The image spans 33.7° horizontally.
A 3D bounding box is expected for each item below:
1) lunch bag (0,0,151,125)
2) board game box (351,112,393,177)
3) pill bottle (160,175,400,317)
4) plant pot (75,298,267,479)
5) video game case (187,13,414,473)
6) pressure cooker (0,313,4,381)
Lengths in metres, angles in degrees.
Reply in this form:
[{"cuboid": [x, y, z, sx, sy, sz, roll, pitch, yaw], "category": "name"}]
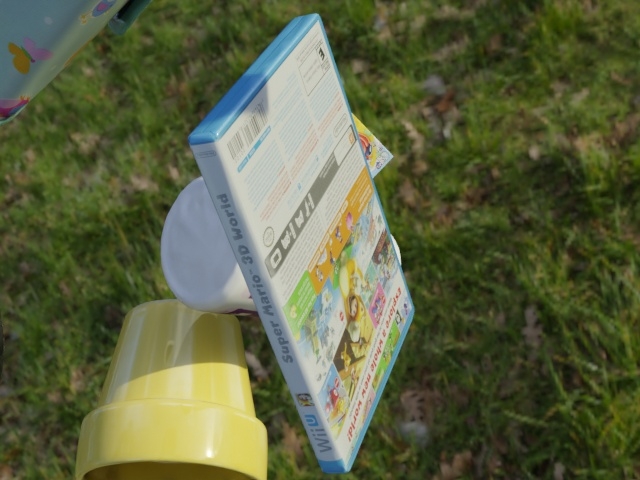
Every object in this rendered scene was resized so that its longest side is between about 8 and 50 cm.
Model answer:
[{"cuboid": [-0.152, -0.231, 0.688, 0.223, 0.160, 0.262, -38, 17, 36], "category": "lunch bag"}, {"cuboid": [-0.003, -0.116, 1.244, 0.103, 0.154, 0.026, -47, 18, -2], "category": "board game box"}, {"cuboid": [-0.039, 0.019, 1.346, 0.169, 0.169, 0.302, 17, 4, 44], "category": "pill bottle"}, {"cuboid": [-0.194, 0.219, 1.443, 0.254, 0.254, 0.239, -8, 61, 18], "category": "plant pot"}, {"cuboid": [0.000, 0.000, 0.463, 0.015, 0.166, 0.119, -6, 30, 25], "category": "video game case"}, {"cuboid": [-0.547, 0.121, 0.928, 0.376, 0.369, 0.420, -5, 10, 28], "category": "pressure cooker"}]
